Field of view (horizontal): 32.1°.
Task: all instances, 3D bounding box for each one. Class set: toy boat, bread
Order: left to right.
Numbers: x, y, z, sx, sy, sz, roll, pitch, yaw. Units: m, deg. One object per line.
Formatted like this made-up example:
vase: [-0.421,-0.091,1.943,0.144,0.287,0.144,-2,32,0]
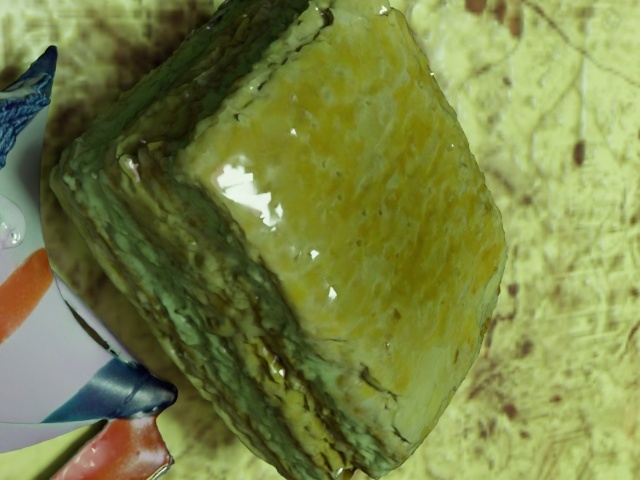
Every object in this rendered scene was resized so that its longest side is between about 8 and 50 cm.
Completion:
toy boat: [-0.181,0.005,0.409,0.219,0.072,0.318,-28,120,-27]
bread: [0.000,0.000,0.467,0.138,0.102,0.196,-49,121,-34]
